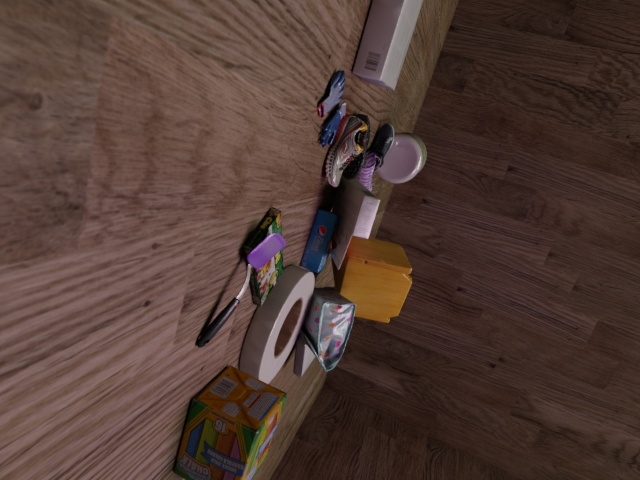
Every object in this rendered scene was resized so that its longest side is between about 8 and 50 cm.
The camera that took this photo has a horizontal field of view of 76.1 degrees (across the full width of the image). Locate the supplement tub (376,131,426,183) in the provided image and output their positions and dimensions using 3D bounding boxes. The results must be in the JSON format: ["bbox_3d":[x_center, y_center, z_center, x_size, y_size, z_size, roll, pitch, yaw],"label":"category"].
[{"bbox_3d":[0.401,-0.417,2.035,0.325,0.236,0.235,-39,147,-66],"label":"supplement tub"}]

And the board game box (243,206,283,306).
[{"bbox_3d":[-0.137,0.050,1.034,0.259,0.030,0.136,94,19,-53],"label":"board game box"}]

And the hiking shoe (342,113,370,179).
[{"bbox_3d":[0.135,-0.324,1.430,0.114,0.086,0.226,-34,142,-63],"label":"hiking shoe"}]

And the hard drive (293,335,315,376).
[{"bbox_3d":[-0.005,0.410,1.831,0.353,0.047,0.233,-47,153,-46],"label":"hard drive"}]

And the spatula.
[{"bbox_3d":[-0.175,0.105,0.894,0.296,0.030,0.084,-58,156,-17],"label":"spatula"}]

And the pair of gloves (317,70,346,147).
[{"bbox_3d":[0.033,-0.353,1.113,0.159,0.023,0.198,-60,164,-28],"label":"pair of gloves"}]

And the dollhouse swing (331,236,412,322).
[{"bbox_3d":[0.189,0.088,1.642,0.305,0.315,0.346,-75,176,-45],"label":"dollhouse swing"}]

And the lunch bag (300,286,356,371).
[{"bbox_3d":[0.007,0.323,1.528,0.223,0.160,0.262,-151,-111,-66],"label":"lunch bag"}]

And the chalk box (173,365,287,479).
[{"bbox_3d":[-0.230,0.507,1.028,0.180,0.179,0.288,-31,139,-69],"label":"chalk box"}]

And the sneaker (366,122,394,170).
[{"bbox_3d":[0.262,-0.412,1.812,0.163,0.086,0.226,-33,143,-73],"label":"sneaker"}]

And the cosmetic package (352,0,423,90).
[{"bbox_3d":[0.223,-0.667,1.232,0.284,0.098,0.377,-32,142,-66],"label":"cosmetic package"}]

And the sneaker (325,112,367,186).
[{"bbox_3d":[0.077,-0.271,1.261,0.088,0.093,0.225,-31,141,-70],"label":"sneaker"}]

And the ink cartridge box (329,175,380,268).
[{"bbox_3d":[0.098,-0.067,1.435,0.296,0.066,0.261,-116,-140,-66],"label":"ink cartridge box"}]

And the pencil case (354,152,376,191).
[{"bbox_3d":[0.186,-0.273,1.713,0.088,0.086,0.206,-29,157,-12],"label":"pencil case"}]

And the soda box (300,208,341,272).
[{"bbox_3d":[0.000,0.000,1.416,0.067,0.071,0.210,-21,130,-73],"label":"soda box"}]

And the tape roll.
[{"bbox_3d":[-0.130,0.269,1.311,0.392,0.072,0.391,22,90,-78],"label":"tape roll"}]

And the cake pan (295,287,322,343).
[{"bbox_3d":[-0.029,0.365,1.912,0.293,0.054,0.293,21,90,-77],"label":"cake pan"}]
